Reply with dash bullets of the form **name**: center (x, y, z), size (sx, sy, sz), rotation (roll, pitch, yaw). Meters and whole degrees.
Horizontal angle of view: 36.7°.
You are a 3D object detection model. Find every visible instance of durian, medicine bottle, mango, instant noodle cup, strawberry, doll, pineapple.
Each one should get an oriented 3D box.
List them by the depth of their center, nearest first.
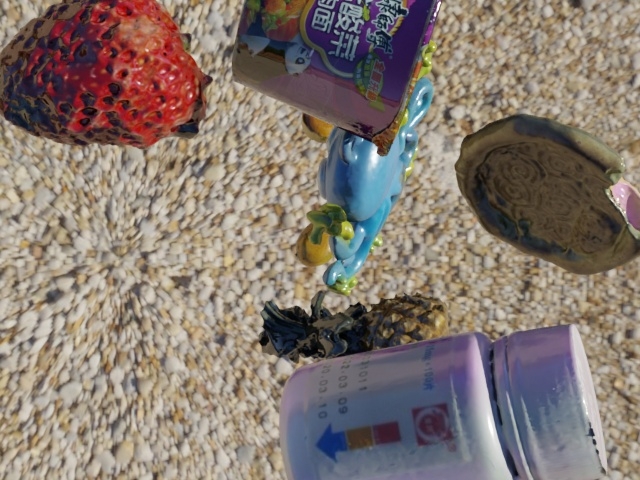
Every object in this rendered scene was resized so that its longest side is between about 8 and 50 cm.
- **medicine bottle**: center (0.104, 0.157, 0.824), size (0.254, 0.152, 0.152), rotation (-14, 92, 16)
- **instant noodle cup**: center (0.020, -0.236, 1.045), size (0.190, 0.251, 0.251), rotation (18, 85, 0)
- **pineapple**: center (0.037, 0.116, 1.188), size (0.237, 0.111, 0.119), rotation (3, 127, 10)
- **doll**: center (0.063, -0.095, 1.308), size (0.098, 0.341, 0.346), rotation (21, 80, 11)
- **strawberry**: center (-0.359, -0.290, 1.597), size (0.310, 0.291, 0.292), rotation (-4, 90, -48)
- **mango**: center (0.000, 0.000, 1.846), size (0.079, 0.057, 0.114), rotation (40, 86, 17)
- **durian**: center (0.614, -0.034, 1.979), size (0.165, 0.182, 0.132), rotation (-30, 129, -1)

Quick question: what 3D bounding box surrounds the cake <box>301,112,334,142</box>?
- **cake**: center (0.007, -0.215, 1.708), size (0.084, 0.044, 0.084), rotation (3, 72, -10)

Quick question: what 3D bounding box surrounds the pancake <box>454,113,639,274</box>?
- **pancake**: center (0.243, -0.044, 1.033), size (0.235, 0.212, 0.029), rotation (51, 56, -30)
